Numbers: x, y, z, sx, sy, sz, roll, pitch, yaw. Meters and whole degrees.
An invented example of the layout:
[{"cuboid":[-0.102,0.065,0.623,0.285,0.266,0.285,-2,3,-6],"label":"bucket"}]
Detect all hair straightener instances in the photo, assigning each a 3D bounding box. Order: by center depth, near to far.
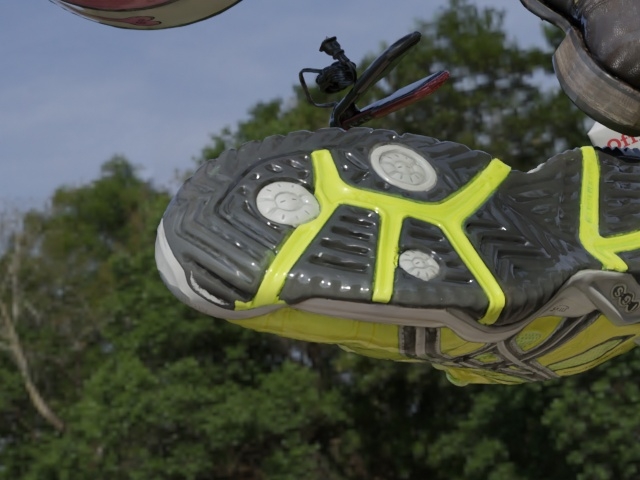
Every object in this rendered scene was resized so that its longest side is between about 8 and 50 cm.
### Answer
[{"cuboid":[0.035,-0.150,1.075,0.047,0.089,0.230,-37,7,-16],"label":"hair straightener"}]

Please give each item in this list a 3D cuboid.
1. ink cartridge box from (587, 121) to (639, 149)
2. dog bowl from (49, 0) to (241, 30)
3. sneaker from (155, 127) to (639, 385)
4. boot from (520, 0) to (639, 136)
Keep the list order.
[{"cuboid":[0.328,-0.059,1.003,0.128,0.176,0.127,-24,10,34],"label":"ink cartridge box"},{"cuboid":[-0.202,-0.419,1.227,0.407,0.408,0.150,-8,11,9],"label":"dog bowl"},{"cuboid":[0.082,0.032,0.703,0.384,0.145,0.147,3,-46,-29],"label":"sneaker"},{"cuboid":[0.231,-0.209,0.760,0.091,0.263,0.229,20,-56,-19],"label":"boot"}]
